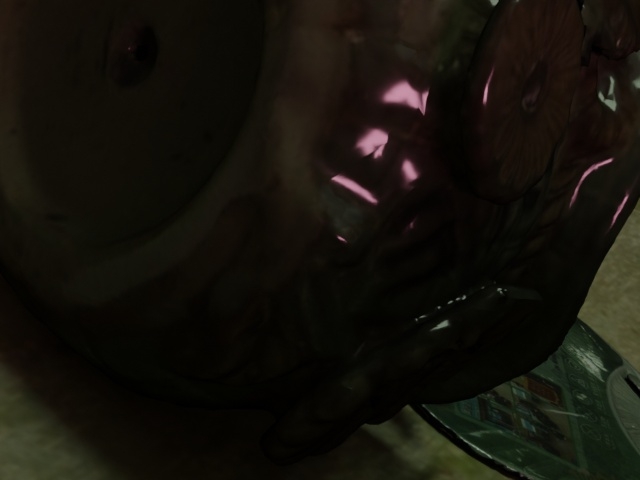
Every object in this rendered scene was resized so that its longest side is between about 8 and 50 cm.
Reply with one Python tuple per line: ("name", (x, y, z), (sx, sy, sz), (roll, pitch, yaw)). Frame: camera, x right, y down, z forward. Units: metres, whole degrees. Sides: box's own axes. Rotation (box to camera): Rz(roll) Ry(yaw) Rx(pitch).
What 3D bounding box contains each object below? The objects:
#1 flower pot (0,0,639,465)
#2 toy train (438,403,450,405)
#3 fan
("flower pot", (0.003, -0.060, 0.798), (0.213, 0.302, 0.302), (7, 32, -47))
("toy train", (0.000, 0.000, 0.971), (0.048, 0.055, 0.252), (18, 24, -51))
("fan", (0.135, 0.089, 1.006), (0.294, 0.012, 0.223), (36, 22, 14))
